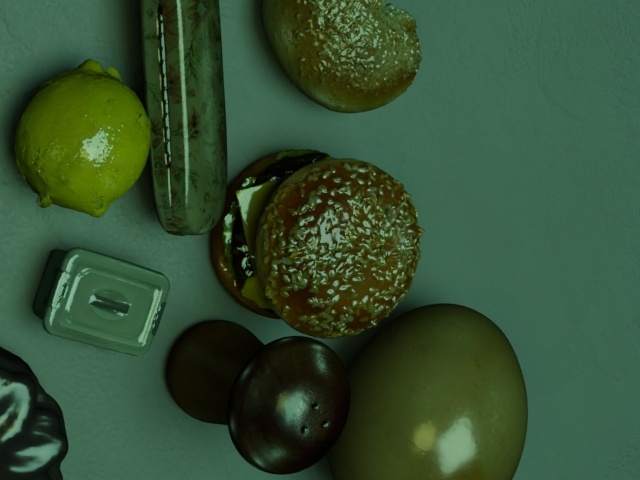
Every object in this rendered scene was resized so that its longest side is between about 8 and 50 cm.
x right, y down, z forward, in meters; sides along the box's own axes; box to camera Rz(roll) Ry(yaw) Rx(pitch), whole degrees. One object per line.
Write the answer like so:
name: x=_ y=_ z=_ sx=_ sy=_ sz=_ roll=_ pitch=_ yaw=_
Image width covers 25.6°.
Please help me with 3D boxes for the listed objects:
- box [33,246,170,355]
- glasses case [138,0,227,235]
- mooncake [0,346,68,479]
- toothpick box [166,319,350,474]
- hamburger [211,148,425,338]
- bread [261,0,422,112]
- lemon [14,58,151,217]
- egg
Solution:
box: x=-0.307 y=0.078 z=1.925 sx=0.172 sy=0.093 sz=0.124 roll=21 pitch=87 yaw=-36
glasses case: x=-0.187 y=-0.217 z=1.924 sx=0.156 sy=0.098 sz=0.425 roll=-45 pitch=134 yaw=-72
mooncake: x=-0.467 y=0.272 z=1.823 sx=0.283 sy=0.141 sz=0.283 roll=-6 pitch=100 yaw=-32
toothpick box: x=-0.090 y=0.212 z=1.979 sx=0.192 sy=0.294 sz=0.192 roll=-7 pitch=103 yaw=-34
hamburger: x=0.000 y=0.000 z=2.048 sx=0.291 sy=0.225 sz=0.291 roll=-7 pitch=103 yaw=-31
bread: x=0.017 y=-0.322 z=2.031 sx=0.192 sy=0.171 sz=0.314 roll=-28 pitch=113 yaw=-32
lemon: x=-0.309 y=-0.135 z=1.835 sx=0.173 sy=0.173 sz=0.206 roll=15 pitch=85 yaw=-36
egg: x=0.170 y=0.278 z=2.172 sx=0.301 sy=0.301 sz=0.374 roll=36 pitch=75 yaw=-34
